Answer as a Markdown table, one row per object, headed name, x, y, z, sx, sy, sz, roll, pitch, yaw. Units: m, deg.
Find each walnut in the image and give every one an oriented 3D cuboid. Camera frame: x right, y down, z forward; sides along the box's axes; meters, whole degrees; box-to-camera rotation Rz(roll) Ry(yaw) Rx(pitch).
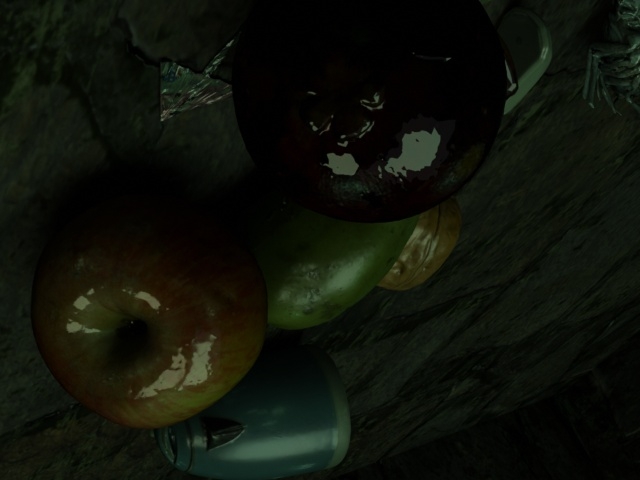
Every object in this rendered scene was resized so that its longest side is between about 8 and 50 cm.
| name | x | y | z | sx | sy | sz | roll | pitch | yaw |
| --- | --- | --- | --- | --- | --- | --- | --- | --- | --- |
| walnut | 0.134 | -0.013 | 1.485 | 0.165 | 0.165 | 0.197 | -12 | 150 | -34 |

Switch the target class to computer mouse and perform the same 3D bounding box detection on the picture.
| name | x | y | z | sx | sy | sz | roll | pitch | yaw |
| --- | --- | --- | --- | --- | --- | --- | --- | --- | --- |
| computer mouse | 0.267 | -0.243 | 1.275 | 0.056 | 0.089 | 0.181 | -14 | 153 | -32 |

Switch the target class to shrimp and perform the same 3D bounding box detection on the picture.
| name | x | y | z | sx | sy | sz | roll | pitch | yaw |
| --- | --- | --- | --- | --- | --- | --- | --- | --- | --- |
| shrimp | 0.474 | -0.295 | 1.340 | 0.221 | 0.166 | 0.410 | -28 | 143 | 0 |

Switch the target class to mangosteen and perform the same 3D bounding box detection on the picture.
| name | x | y | z | sx | sy | sz | roll | pitch | yaw |
| --- | --- | --- | --- | --- | --- | --- | --- | --- | --- |
| mangosteen | 0.054 | -0.166 | 0.978 | 0.311 | 0.311 | 0.311 | -24 | 154 | -12 |

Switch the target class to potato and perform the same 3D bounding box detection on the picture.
| name | x | y | z | sx | sy | sz | roll | pitch | yaw |
| --- | --- | --- | --- | --- | --- | --- | --- | --- | --- |
| potato | 0.000 | 0.001 | 1.302 | 0.304 | 0.216 | 0.216 | -31 | 155 | -6 |

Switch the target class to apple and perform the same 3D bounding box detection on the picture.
| name | x | y | z | sx | sy | sz | roll | pitch | yaw |
| --- | --- | --- | --- | --- | --- | --- | --- | --- | --- |
| apple | -0.208 | 0.083 | 1.172 | 0.301 | 0.301 | 0.301 | -24 | 154 | -12 |

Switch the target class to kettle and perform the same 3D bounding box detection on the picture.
| name | x | y | z | sx | sy | sz | roll | pitch | yaw |
| --- | --- | --- | --- | --- | --- | --- | --- | --- | --- |
| kettle | -0.163 | 0.351 | 1.796 | 0.342 | 0.247 | 0.319 | -7 | 173 | -27 |

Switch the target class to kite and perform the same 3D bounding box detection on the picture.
| name | x | y | z | sx | sy | sz | roll | pitch | yaw |
| --- | --- | --- | --- | --- | --- | --- | --- | --- | --- |
| kite | -0.133 | -0.186 | 1.048 | 0.157 | 0.011 | 0.139 | -41 | 156 | 26 |

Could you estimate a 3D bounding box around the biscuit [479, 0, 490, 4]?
| name | x | y | z | sx | sy | sz | roll | pitch | yaw |
| --- | --- | --- | --- | --- | --- | --- | --- | --- | --- |
| biscuit | 0.168 | -0.334 | 1.057 | 0.121 | 0.040 | 0.199 | -24 | 155 | -7 |
